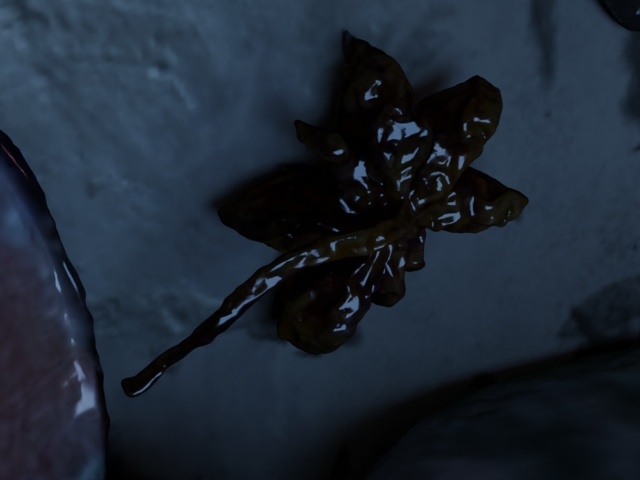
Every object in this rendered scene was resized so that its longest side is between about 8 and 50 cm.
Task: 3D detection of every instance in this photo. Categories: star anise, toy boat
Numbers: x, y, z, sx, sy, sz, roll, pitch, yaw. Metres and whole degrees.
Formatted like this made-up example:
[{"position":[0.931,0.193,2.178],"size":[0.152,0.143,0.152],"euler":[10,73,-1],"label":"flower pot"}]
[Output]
[{"position":[0.000,0.000,0.634],"size":[0.190,0.070,0.097],"euler":[-37,125,-9],"label":"star anise"},{"position":[-0.159,0.035,0.549],"size":[0.155,0.085,0.227],"euler":[-41,131,-34],"label":"toy boat"}]

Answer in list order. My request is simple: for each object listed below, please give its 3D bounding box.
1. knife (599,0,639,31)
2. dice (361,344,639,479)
[{"position":[0.114,-0.180,0.653],"size":[0.045,0.021,0.222],"euler":[-24,123,-19],"label":"knife"},{"position":[0.190,0.256,0.683],"size":[0.330,0.328,0.348],"euler":[-8,113,-27],"label":"dice"}]
